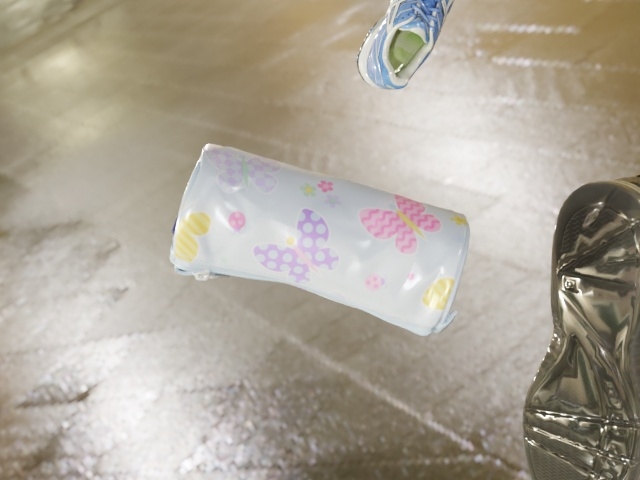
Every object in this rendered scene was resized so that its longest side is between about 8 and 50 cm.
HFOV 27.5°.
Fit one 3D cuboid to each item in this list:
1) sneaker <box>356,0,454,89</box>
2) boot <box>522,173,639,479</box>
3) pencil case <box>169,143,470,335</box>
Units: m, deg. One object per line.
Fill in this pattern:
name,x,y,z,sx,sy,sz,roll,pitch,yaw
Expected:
sneaker,0.116,-0.259,1.454,0.211,0.080,0.081,-67,21,13
boot,0.340,0.088,1.376,0.138,0.377,0.284,14,25,35
pencil case,0.000,0.000,1.199,0.273,0.113,0.124,14,57,-2
